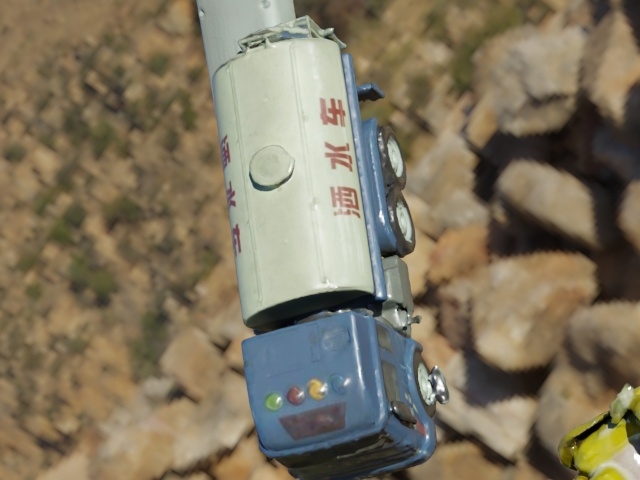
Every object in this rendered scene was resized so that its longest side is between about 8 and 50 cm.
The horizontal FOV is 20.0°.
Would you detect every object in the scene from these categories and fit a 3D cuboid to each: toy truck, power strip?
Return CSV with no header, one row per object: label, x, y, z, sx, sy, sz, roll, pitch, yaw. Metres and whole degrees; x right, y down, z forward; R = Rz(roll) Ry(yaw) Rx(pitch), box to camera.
toy truck,0.000,0.000,0.790,0.074,0.088,0.202,-14,67,17
power strip,-0.054,-0.180,1.122,0.060,0.253,0.027,-4,8,33

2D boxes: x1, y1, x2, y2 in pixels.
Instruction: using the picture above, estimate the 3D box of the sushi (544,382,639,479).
sushi,0.394,0.249,1.753,0.285,0.328,0.328,25,112,32
